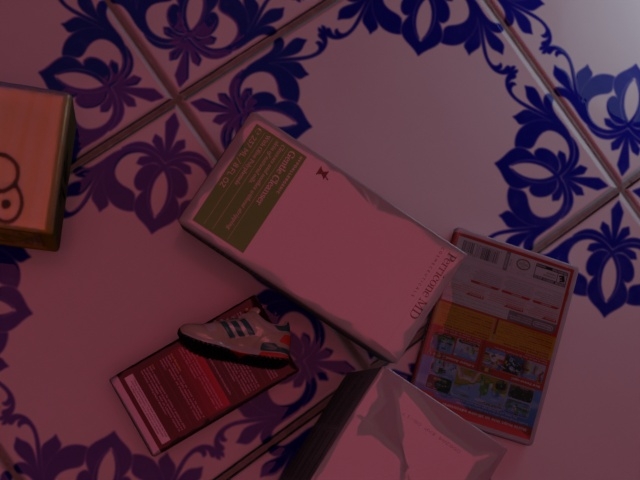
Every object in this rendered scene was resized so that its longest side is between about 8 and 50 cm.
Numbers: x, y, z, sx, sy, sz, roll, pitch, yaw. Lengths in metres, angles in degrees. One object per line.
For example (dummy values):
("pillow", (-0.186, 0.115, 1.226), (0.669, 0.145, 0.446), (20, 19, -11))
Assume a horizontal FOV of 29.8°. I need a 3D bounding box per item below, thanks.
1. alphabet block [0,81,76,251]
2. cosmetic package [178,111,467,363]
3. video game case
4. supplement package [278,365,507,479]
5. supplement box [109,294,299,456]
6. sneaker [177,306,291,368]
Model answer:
("alphabet block", (-0.445, -0.102, 1.659), (0.193, 0.193, 0.197), (8, 81, -6))
("cosmetic package", (0.000, 0.000, 1.729), (0.366, 0.155, 0.197), (32, 85, -2))
("video game case", (0.261, 0.144, 1.820), (0.204, 0.025, 0.285), (18, 79, -6))
("supplement package", (0.089, 0.310, 1.648), (0.199, 0.263, 0.198), (34, 78, -3))
("supplement box", (-0.167, 0.193, 1.721), (0.239, 0.073, 0.130), (-29, 87, -11))
("sneaker", (-0.117, 0.128, 1.681), (0.161, 0.057, 0.075), (12, 63, -6))
